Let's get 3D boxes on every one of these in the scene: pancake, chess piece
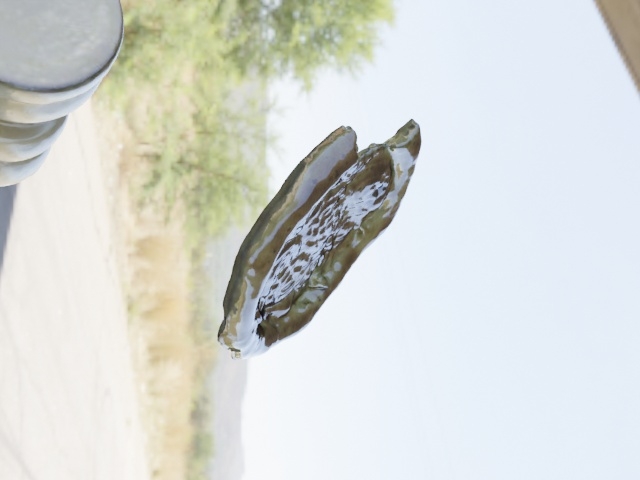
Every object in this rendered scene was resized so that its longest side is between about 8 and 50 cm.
[{"bbox_3d":[0.000,0.000,0.707,0.235,0.029,0.212,-28,149,-56],"label":"pancake"},{"bbox_3d":[-0.312,-0.156,0.962,0.299,0.167,0.167,-37,-129,57],"label":"chess piece"}]
